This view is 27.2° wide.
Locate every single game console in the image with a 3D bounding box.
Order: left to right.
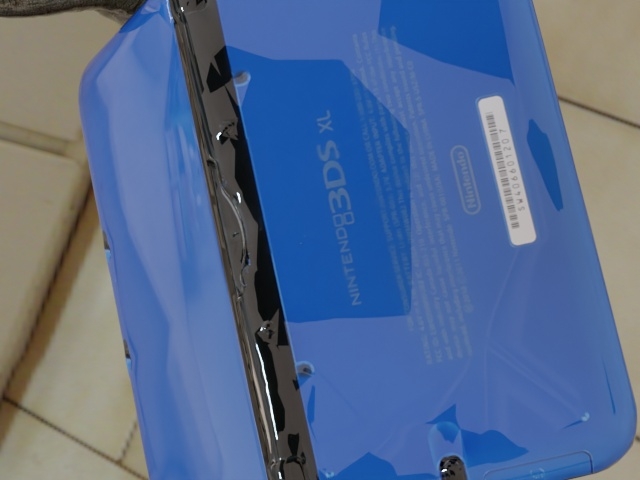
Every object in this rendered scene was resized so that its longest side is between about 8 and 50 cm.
[{"bbox_3d":[0.000,0.000,0.700,0.250,0.173,0.293,-12,81,-1],"label":"game console"}]

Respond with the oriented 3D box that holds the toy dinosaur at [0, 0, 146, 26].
[{"bbox_3d":[-0.096,-0.172,0.851,0.160,0.313,0.121,21,97,26],"label":"toy dinosaur"}]
